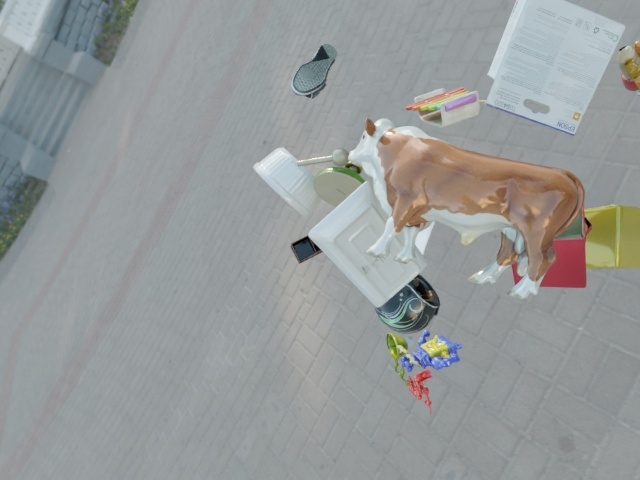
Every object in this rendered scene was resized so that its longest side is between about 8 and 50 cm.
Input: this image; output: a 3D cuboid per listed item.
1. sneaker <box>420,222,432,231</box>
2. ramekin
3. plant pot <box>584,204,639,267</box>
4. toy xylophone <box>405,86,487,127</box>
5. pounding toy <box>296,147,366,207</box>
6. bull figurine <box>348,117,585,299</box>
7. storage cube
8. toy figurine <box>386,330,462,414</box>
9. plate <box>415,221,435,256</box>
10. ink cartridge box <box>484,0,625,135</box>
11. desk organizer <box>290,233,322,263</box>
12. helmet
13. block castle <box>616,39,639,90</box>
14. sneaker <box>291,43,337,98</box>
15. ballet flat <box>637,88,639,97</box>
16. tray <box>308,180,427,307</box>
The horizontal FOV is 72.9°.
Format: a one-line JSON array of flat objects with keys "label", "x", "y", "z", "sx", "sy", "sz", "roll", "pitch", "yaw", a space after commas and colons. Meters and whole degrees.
[{"label": "sneaker", "x": 0.266, "y": -0.075, "z": 1.211, "sx": 0.084, "sy": 0.215, "sz": 0.083, "roll": -28, "pitch": 70, "yaw": -17}, {"label": "ramekin", "x": -0.098, "y": -0.211, "z": 1.534, "sx": 0.127, "sy": 0.273, "sz": 0.273, "roll": -47, "pitch": 42, "yaw": 5}, {"label": "plant pot", "x": 0.921, "y": -0.001, "z": 1.402, "sx": 0.212, "sy": 0.212, "sz": 0.187, "roll": -9, "pitch": 79, "yaw": 63}, {"label": "toy xylophone", "x": 0.432, "y": -0.445, "z": 1.409, "sx": 0.236, "sy": 0.081, "sz": 0.322, "roll": -21, "pitch": 21, "yaw": -4}, {"label": "pounding toy", "x": 0.066, "y": -0.209, "z": 1.351, "sx": 0.183, "sy": 0.237, "sz": 0.110, "roll": -1, "pitch": 54, "yaw": 36}, {"label": "bull figurine", "x": 0.162, "y": -0.051, "z": 0.564, "sx": 0.310, "sy": 0.101, "sz": 0.188, "roll": 17, "pitch": 92, "yaw": 22}, {"label": "storage cube", "x": 0.663, "y": 0.009, "z": 1.258, "sx": 0.215, "sy": 0.193, "sz": 0.183, "roll": -2, "pitch": 41, "yaw": 31}, {"label": "toy figurine", "x": 0.388, "y": 0.411, "z": 1.511, "sx": 0.217, "sy": 0.191, "sz": 0.362, "roll": -20, "pitch": 6, "yaw": -6}, {"label": "plate", "x": 0.362, "y": -0.008, "z": 1.812, "sx": 0.277, "sy": 0.045, "sz": 0.278, "roll": 34, "pitch": 113, "yaw": 57}, {"label": "ink cartridge box", "x": 0.676, "y": -0.518, "z": 1.285, "sx": 0.071, "sy": 0.324, "sz": 0.330, "roll": -108, "pitch": 35, "yaw": -69}, {"label": "desk organizer", "x": 0.000, "y": 0.000, "z": 0.957, "sx": 0.130, "sy": 0.050, "sz": 0.047, "roll": -27, "pitch": 84, "yaw": -6}, {"label": "helmet", "x": 0.241, "y": 0.186, "z": 1.247, "sx": 0.161, "sy": 0.169, "sz": 0.169, "roll": -48, "pitch": 42, "yaw": 27}, {"label": "block castle", "x": 1.106, "y": -0.507, "z": 1.171, "sx": 0.453, "sy": 0.213, "sz": 0.303, "roll": -33, "pitch": 52, "yaw": 38}, {"label": "sneaker", "x": -0.039, "y": -0.475, "z": 1.321, "sx": 0.226, "sy": 0.086, "sz": 0.163, "roll": -58, "pitch": 9, "yaw": -32}, {"label": "ballet flat", "x": 0.702, "y": -0.245, "z": 0.834, "sx": 0.074, "sy": 0.203, "sz": 0.074, "roll": -50, "pitch": 14, "yaw": 17}, {"label": "tray", "x": 0.106, "y": 0.025, "z": 0.823, "sx": 0.145, "sy": 0.270, "sz": 0.030, "roll": -41, "pitch": 38, "yaw": 3}]
